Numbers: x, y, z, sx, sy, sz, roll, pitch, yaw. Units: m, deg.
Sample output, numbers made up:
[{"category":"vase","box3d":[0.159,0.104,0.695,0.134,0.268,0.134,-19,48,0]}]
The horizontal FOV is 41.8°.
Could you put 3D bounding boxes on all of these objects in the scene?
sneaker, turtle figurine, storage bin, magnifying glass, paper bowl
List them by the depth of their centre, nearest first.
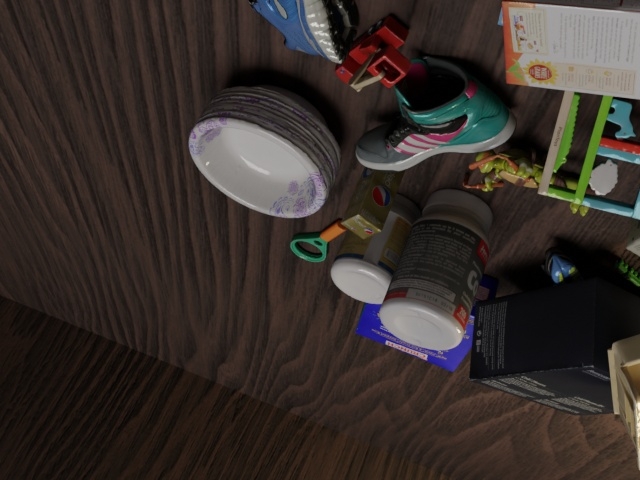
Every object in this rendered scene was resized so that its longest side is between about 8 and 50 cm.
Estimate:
[{"category":"sneaker","box3d":[-0.058,-0.391,1.235,0.147,0.129,0.330,7,148,24]},{"category":"sneaker","box3d":[0.151,-0.209,1.385,0.296,0.123,0.178,-10,142,35]},{"category":"turtle figurine","box3d":[0.353,-0.113,1.442,0.217,0.087,0.269,21,174,-1]},{"category":"storage bin","box3d":[0.650,0.248,1.448,0.262,0.123,0.260,-19,135,6]},{"category":"paper bowl","box3d":[-0.096,-0.182,1.600,0.284,0.148,0.284,19,152,10]},{"category":"sneaker","box3d":[0.483,0.063,1.671,0.067,0.078,0.188,-26,151,10]},{"category":"magnifying glass","box3d":[0.000,0.000,1.969,0.092,0.026,0.231,32,150,-14]}]

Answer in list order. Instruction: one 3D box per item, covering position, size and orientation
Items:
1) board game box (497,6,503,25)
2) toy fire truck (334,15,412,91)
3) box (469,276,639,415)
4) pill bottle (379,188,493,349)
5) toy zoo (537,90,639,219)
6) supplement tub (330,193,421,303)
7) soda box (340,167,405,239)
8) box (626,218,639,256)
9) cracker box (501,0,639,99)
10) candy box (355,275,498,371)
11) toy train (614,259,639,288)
[{"category":"board game box","box3d":[0.330,-0.324,1.157,0.154,0.026,0.103,18,152,11]},{"category":"toy fire truck","box3d":[0.079,-0.278,1.313,0.047,0.135,0.192,36,150,-20]},{"category":"box","box3d":[0.538,0.229,1.707,0.343,0.178,0.313,22,157,-31]},{"category":"pill bottle","box3d":[0.230,0.051,1.603,0.161,0.283,0.161,18,151,11]},{"category":"toy zoo","box3d":[0.494,-0.125,1.251,0.293,0.030,0.192,15,112,15]},{"category":"supplement tub","box3d":[0.118,0.013,1.714,0.144,0.199,0.144,19,151,11]},{"category":"soda box","box3d":[0.104,-0.095,1.560,0.058,0.181,0.061,35,150,-18]},{"category":"box","box3d":[0.669,0.022,1.420,0.275,0.094,0.113,29,152,-9]},{"category":"cracker box","box3d":[0.366,-0.271,1.120,0.232,0.067,0.155,13,151,22]},{"category":"candy box","box3d":[0.238,0.160,1.958,0.268,0.122,0.317,21,151,4]},{"category":"toy train","box3d":[0.599,0.066,1.622,0.083,0.023,0.017,36,150,-20]}]
